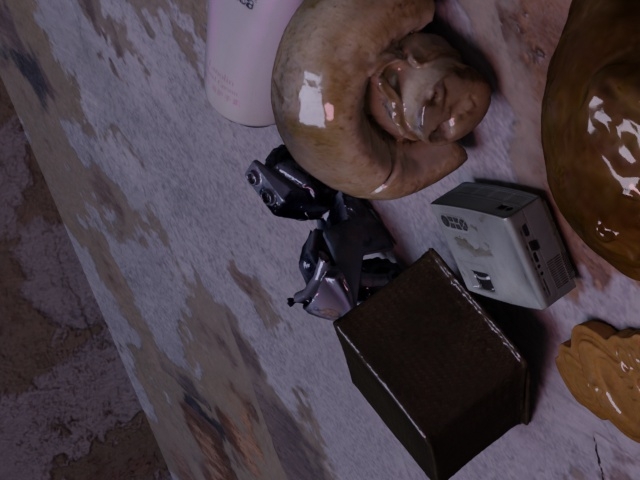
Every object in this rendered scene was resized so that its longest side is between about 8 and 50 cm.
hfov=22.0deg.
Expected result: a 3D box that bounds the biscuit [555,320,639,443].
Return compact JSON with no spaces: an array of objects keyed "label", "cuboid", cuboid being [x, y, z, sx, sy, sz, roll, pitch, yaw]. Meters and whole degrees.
[{"label":"biscuit","cuboid":[0.314,0.147,1.687,0.236,0.040,0.144,-6,109,66]}]

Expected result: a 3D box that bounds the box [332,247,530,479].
[{"label":"box","cuboid":[0.132,0.155,1.891,0.184,0.143,0.273,50,172,19]}]

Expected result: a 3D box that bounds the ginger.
[{"label":"ginger","cuboid":[0.254,-0.089,1.211,0.269,0.223,0.200,35,153,41]}]

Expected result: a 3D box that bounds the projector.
[{"label":"projector","cuboid":[0.192,0.002,1.710,0.147,0.061,0.115,16,133,62]}]

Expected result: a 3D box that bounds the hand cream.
[{"label":"hand cream","cuboid":[-0.068,-0.280,1.851,0.185,0.118,0.358,46,151,28]}]

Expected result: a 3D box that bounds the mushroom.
[{"label":"mushroom","cuboid":[0.051,-0.142,1.648,0.195,0.189,0.253,38,155,49]}]

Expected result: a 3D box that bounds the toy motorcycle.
[{"label":"toy motorcycle","cuboid":[0.000,0.000,2.029,0.270,0.159,0.106,51,138,13]}]
